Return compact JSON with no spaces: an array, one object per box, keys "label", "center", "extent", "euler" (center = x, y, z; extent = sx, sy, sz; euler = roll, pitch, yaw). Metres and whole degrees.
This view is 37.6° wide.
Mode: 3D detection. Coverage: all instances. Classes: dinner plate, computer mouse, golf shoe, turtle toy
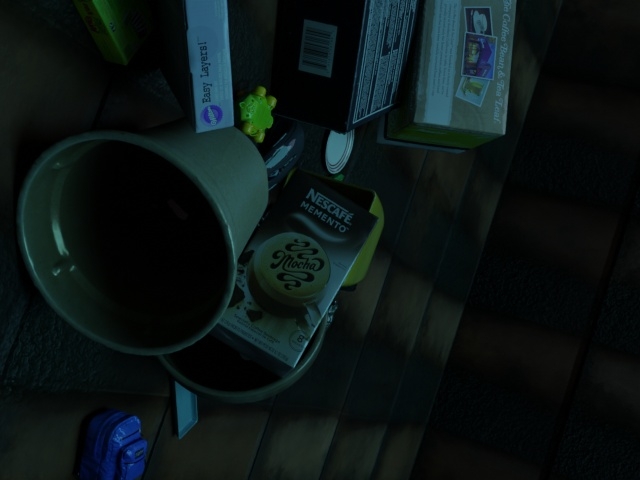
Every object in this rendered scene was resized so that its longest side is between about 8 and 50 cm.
[{"label":"dinner plate","center":[0.041,-0.227,2.217],"extent":[0.141,0.017,0.141],"euler":[-45,144,-49]},{"label":"computer mouse","center":[-0.084,-0.133,1.949],"extent":[0.262,0.060,0.184],"euler":[-59,152,-30]},{"label":"golf shoe","center":[-0.016,0.206,2.303],"extent":[0.198,0.077,0.093],"euler":[-22,125,-60]},{"label":"turtle toy","center":[-0.129,-0.236,1.775],"extent":[0.130,0.066,0.095],"euler":[33,75,-66]}]

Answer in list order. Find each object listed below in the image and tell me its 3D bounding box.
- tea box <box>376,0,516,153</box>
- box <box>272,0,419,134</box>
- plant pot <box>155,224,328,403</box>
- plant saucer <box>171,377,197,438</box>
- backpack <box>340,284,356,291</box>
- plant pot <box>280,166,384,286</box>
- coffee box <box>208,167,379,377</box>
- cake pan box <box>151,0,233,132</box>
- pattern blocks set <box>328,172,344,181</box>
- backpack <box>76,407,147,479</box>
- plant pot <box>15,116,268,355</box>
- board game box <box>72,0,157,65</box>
[{"label":"tea box","center":[0.283,-0.390,2.165],"extent":[0.323,0.220,0.328],"euler":[164,-68,-78]},{"label":"box","center":[0.057,-0.403,1.926],"extent":[0.294,0.183,0.296],"euler":[-32,136,-57]},{"label":"plant pot","center":[-0.147,0.169,1.750],"extent":[0.280,0.323,0.323],"euler":[90,25,-66]},{"label":"plant saucer","center":[-0.273,0.303,1.873],"extent":[0.067,0.018,0.192],"euler":[-42,141,-50]},{"label":"backpack","center":[0.055,0.026,2.225],"extent":[0.152,0.115,0.181],"euler":[16,87,-64]},{"label":"plant pot","center":[0.025,-0.014,2.062],"extent":[0.187,0.212,0.212],"euler":[28,81,-65]},{"label":"coffee box","center":[-0.052,0.053,1.564],"extent":[0.297,0.168,0.119],"euler":[-60,-177,-20]},{"label":"cake pan box","center":[-0.194,-0.319,1.381],"extent":[0.070,0.245,0.266],"euler":[-10,123,-15]},{"label":"pattern blocks set","center":[0.000,0.000,2.262],"extent":[0.285,0.026,0.324],"euler":[-24,127,-60]},{"label":"backpack","center":[-0.353,0.356,1.631],"extent":[0.098,0.101,0.120],"euler":[-23,122,-69]},{"label":"plant pot","center":[-0.231,-0.046,1.424],"extent":[0.305,0.334,0.333],"euler":[-54,152,-62]},{"label":"board game box","center":[-0.303,-0.349,1.346],"extent":[0.092,0.043,0.181],"euler":[-62,154,-26]}]
